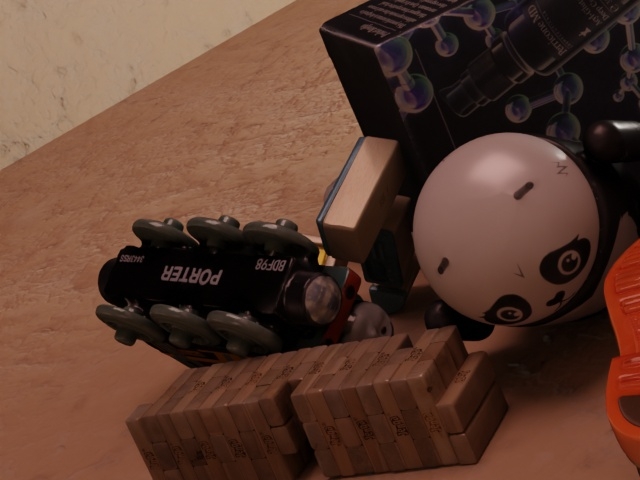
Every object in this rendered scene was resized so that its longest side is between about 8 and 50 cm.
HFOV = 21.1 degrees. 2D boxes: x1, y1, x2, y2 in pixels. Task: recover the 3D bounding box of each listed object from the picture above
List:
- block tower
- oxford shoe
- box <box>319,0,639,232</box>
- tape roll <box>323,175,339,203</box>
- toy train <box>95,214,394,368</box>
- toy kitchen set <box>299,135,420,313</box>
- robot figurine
[{"bbox_3d":[-0.008,0.154,1.532,0.335,0.091,0.097,-12,21,31],"label":"block tower"},{"bbox_3d":[0.286,0.089,1.275,0.130,0.132,0.363,-14,24,26],"label":"oxford shoe"},{"bbox_3d":[0.248,-0.164,1.791,0.395,0.293,0.212,-26,18,-8],"label":"box"},{"bbox_3d":[0.115,-0.057,2.010,0.219,0.072,0.219,-21,17,7],"label":"tape roll"},{"bbox_3d":[-0.078,0.066,1.716,0.334,0.190,0.142,2,65,46],"label":"toy train"},{"bbox_3d":[0.000,0.000,1.748,0.166,0.207,0.122,10,52,23],"label":"toy kitchen set"},{"bbox_3d":[0.196,-0.007,1.530,0.174,0.209,0.278,5,1,28],"label":"robot figurine"}]
